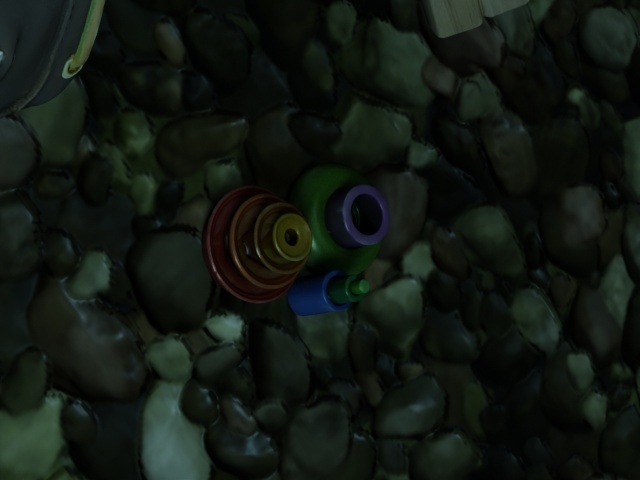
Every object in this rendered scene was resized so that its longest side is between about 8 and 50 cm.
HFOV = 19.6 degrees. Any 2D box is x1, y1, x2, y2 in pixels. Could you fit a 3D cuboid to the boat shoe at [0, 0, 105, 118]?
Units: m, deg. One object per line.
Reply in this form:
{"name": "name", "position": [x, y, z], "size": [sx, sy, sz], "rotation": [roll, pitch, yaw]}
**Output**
{"name": "boat shoe", "position": [-0.105, -0.198, 0.629], "size": [0.097, 0.117, 0.324], "rotation": [-8, 112, -55]}

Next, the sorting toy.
{"name": "sorting toy", "position": [0.000, 0.000, 0.773], "size": [0.102, 0.042, 0.061], "rotation": [-18, 95, -40]}

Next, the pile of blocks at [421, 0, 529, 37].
{"name": "pile of blocks", "position": [0.002, -0.243, 0.756], "size": [0.149, 0.112, 0.362], "rotation": [-42, 120, 10]}
